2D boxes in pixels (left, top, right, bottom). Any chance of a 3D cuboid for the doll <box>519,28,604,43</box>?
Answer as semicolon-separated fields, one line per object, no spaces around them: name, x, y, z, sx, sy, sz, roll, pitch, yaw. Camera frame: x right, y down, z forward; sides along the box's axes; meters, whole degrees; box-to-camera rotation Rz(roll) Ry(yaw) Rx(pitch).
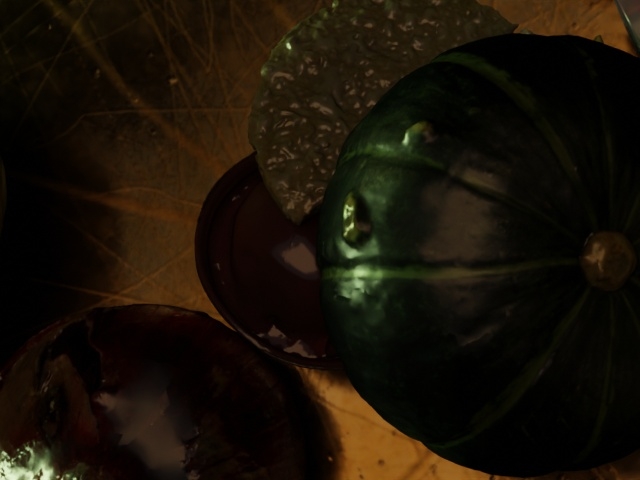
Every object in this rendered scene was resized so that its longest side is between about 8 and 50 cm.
doll;0.164;-0.114;1.536;0.143;0.057;0.099;-25;95;9

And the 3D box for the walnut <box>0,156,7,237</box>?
walnut;-0.395;-0.009;1.535;0.306;0.306;0.344;-12;75;11

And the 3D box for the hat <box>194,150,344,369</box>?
hat;0.000;0.000;1.510;0.205;0.089;0.205;0;60;-1

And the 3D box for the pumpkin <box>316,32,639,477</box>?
pumpkin;0.152;0.010;1.387;0.323;0.241;0.323;3;82;-23

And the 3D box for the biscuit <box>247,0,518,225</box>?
biscuit;0.026;-0.127;1.513;0.133;0.032;0.250;41;68;19

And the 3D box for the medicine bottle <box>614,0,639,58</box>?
medicine bottle;0.323;-0.193;1.477;0.188;0.119;0.094;-25;74;8

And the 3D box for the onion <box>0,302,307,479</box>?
onion;-0.154;0.175;1.488;0.272;0.195;0.272;-1;87;15
